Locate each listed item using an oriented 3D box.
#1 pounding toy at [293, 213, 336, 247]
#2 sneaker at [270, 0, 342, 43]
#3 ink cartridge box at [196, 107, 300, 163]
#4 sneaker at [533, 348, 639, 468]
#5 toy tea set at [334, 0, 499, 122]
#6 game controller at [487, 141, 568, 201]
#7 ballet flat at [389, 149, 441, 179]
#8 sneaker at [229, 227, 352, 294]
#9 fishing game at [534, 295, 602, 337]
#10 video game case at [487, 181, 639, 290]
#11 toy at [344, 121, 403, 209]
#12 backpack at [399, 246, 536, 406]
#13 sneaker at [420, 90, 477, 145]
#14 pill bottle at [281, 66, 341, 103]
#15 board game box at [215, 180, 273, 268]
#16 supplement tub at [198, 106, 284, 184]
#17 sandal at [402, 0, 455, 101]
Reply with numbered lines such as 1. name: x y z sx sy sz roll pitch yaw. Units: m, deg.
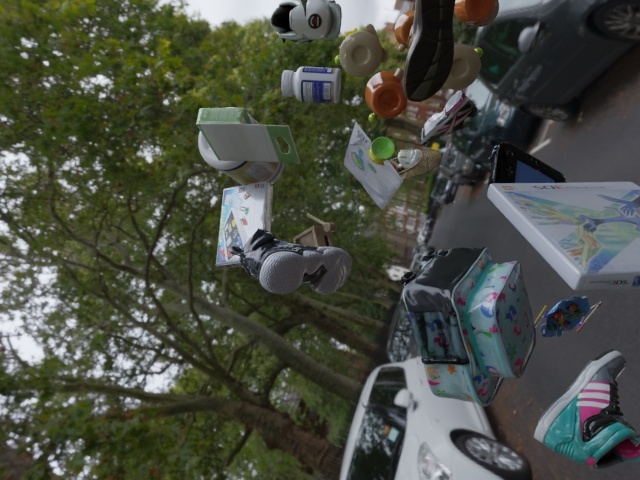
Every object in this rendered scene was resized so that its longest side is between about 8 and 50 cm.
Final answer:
1. pounding toy: 0.002 -0.011 1.752 0.094 0.206 0.181 2 -112 -42
2. sneaker: -0.067 -0.580 1.250 0.330 0.146 0.122 -132 40 -63
3. ink cartridge box: -0.177 -0.267 1.235 0.171 0.235 0.056 72 -158 -65
4. sneaker: 0.624 0.374 1.033 0.295 0.178 0.123 -36 -46 -19
5. toy tea set: 0.208 -0.387 0.990 0.124 0.336 0.200 -82 -31 -64
6. game controller: 0.538 -0.130 1.231 0.067 0.319 0.166 -18 63 52
7. ballet flat: 0.191 -0.182 1.175 0.067 0.206 0.073 40 -136 -37
8. sneaker: -0.056 0.036 0.975 0.269 0.153 0.101 4 -71 -52
9. fishing game: 0.787 0.250 1.530 0.041 0.264 0.189 60 137 48
10. video game case: 0.491 -0.024 0.819 0.329 0.300 0.036 -99 9 -60
11. toy: 0.115 -0.150 0.960 0.056 0.137 0.237 -38 -6 -4
12. backpack: 0.269 0.156 0.852 0.225 0.191 0.253 -35 -61 -47
13. sneaker: 0.334 -0.300 1.252 0.178 0.077 0.072 -41 25 50
14. pill bottle: -0.030 -0.516 1.592 0.112 0.187 0.112 6 -90 -83
15. board game box: -0.273 -0.057 1.738 0.053 0.193 0.305 39 -132 -59
16. supplement tub: -0.282 -0.333 1.798 0.316 0.228 0.228 29 -102 -69
17. sandal: 0.184 -0.357 0.842 0.060 0.090 0.219 -134 42 -67
